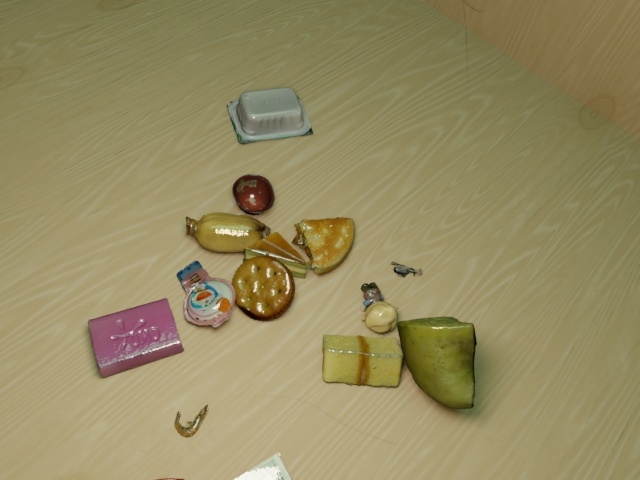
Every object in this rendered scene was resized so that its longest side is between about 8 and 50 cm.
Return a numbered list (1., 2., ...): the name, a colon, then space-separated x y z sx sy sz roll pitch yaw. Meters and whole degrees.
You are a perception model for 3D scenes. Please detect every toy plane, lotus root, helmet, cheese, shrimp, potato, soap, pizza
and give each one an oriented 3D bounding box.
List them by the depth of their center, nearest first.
1. shrimp: -0.391 0.531 1.674 0.083 0.023 0.114 30 61 14
2. potato: 0.356 0.387 1.746 0.213 0.330 0.280 -5 87 1
3. soap: -0.582 0.303 1.758 0.259 0.081 0.181 -15 60 -18
4. cheese: -0.392 0.179 1.871 0.189 0.074 0.286 -32 54 -12
5. lotus root: -0.332 -0.026 1.988 0.303 0.131 0.146 5 33 -7
6. pizza: 0.000 0.000 2.052 0.229 0.081 0.289 29 56 3
7. toy plane: 0.318 0.111 2.064 0.121 0.031 0.049 13 47 3
8. helmet: -0.251 -0.153 2.099 0.155 0.106 0.175 -31 68 -24

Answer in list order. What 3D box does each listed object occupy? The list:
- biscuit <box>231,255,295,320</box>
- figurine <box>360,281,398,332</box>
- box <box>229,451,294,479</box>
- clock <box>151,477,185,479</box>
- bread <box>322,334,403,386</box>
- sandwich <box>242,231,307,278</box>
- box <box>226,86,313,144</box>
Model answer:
1. biscuit: -0.193 0.161 1.878 0.220 0.066 0.220 -2 77 11
2. figurine: 0.193 0.232 1.934 0.114 0.108 0.196 -2 39 -22
3. box: -0.182 0.749 1.521 0.274 0.091 0.221 -22 64 -22
4. clock: -0.429 0.733 1.513 0.113 0.061 0.155 0 53 -9
5. bread: 0.136 0.384 1.811 0.266 0.142 0.178 3 72 -5
6. sandwich: -0.158 0.083 1.954 0.144 0.117 0.187 -36 71 -25
7. box: -0.216 -0.557 2.375 0.337 0.106 0.264 -12 60 -16
